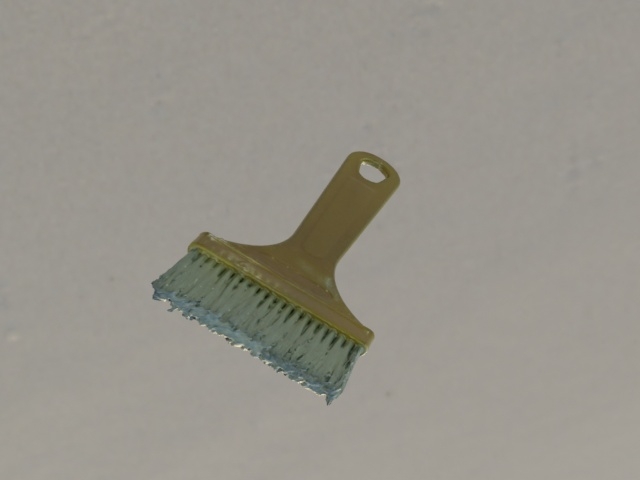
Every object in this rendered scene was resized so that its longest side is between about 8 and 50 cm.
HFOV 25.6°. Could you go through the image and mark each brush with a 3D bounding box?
[{"bbox_3d":[0.000,0.000,0.615,0.011,0.083,0.205,-62,176,28],"label":"brush"}]
